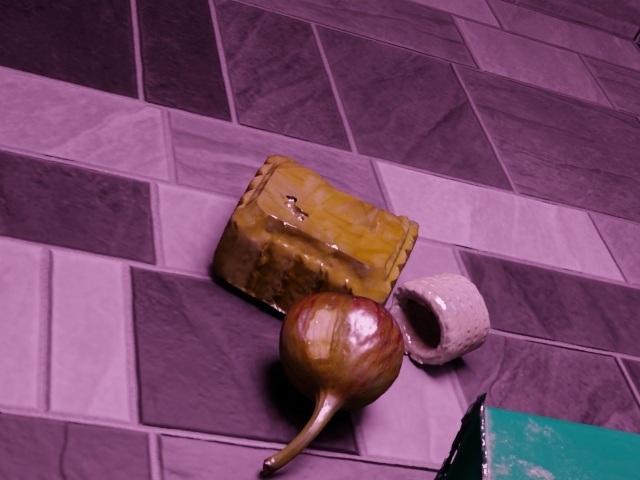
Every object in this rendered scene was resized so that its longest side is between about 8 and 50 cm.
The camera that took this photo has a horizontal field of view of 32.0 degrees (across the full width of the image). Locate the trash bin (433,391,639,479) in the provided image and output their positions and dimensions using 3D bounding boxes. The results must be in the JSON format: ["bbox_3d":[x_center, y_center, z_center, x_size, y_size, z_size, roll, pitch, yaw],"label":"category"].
[{"bbox_3d":[0.313,0.315,1.129,0.381,0.295,0.259,16,32,-5],"label":"trash bin"}]

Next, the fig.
[{"bbox_3d":[0.003,0.165,1.262,0.149,0.149,0.245,27,46,0],"label":"fig"}]

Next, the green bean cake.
[{"bbox_3d":[0.000,0.000,1.475,0.236,0.124,0.233,27,33,2],"label":"green bean cake"}]

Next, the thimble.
[{"bbox_3d":[0.155,0.102,1.463,0.090,0.102,0.115,-14,42,-42],"label":"thimble"}]
